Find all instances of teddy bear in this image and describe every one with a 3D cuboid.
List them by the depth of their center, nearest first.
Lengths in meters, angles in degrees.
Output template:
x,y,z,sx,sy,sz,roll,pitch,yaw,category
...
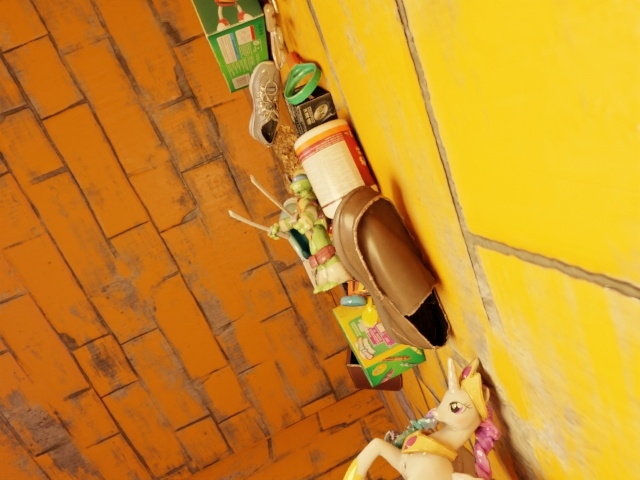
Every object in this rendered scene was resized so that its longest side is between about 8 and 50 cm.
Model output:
x,y,z,sx,sy,sz,roll,pitch,yaw,category
-0.077,-0.256,1.377,0.338,0.113,0.245,-125,22,-57,teddy bear

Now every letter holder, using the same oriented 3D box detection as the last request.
x,y,z,sx,sy,sz,roll,pitch,yaw,category
0.242,0.521,1.729,0.301,0.215,0.152,71,-156,-51,letter holder

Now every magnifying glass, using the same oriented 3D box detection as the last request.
x,y,z,sx,sy,sz,roll,pitch,yaw,category
-0.051,-0.371,0.897,0.026,0.092,0.231,36,-156,-34,magnifying glass

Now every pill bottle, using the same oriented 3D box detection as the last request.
x,y,z,sx,sy,sz,roll,pitch,yaw,category
0.044,-0.120,0.823,0.221,0.121,0.121,65,174,-2,pill bottle

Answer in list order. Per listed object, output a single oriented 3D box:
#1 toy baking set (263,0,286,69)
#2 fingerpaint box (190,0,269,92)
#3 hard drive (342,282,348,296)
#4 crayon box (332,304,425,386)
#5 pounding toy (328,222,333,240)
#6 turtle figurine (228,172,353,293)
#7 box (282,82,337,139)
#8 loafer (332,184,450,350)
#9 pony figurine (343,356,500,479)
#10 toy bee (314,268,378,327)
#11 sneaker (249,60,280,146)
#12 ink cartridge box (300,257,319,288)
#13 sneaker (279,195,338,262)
x,y,z,sx,sy,sz,roll,pitch,yaw,category
-0.115,-0.504,0.935,0.256,0.030,0.196,-112,11,-72,toy baking set
-0.288,-0.695,1.175,0.445,0.163,0.371,-157,45,-85,fingerpaint box
0.164,0.269,1.708,0.255,0.054,0.172,-139,25,-76,hard drive
0.160,0.269,1.180,0.278,0.165,0.081,-124,11,-59,crayon box
0.031,-0.075,1.080,0.100,0.130,0.141,-124,11,-57,pounding toy
-0.058,-0.005,0.898,0.275,0.198,0.266,-20,-96,-51,turtle figurine
-0.010,-0.258,0.948,0.147,0.078,0.180,-124,11,-56,box
0.150,0.058,0.724,0.130,0.134,0.366,15,144,53,loafer
0.225,0.423,0.666,0.351,0.363,0.303,50,167,-2,pony figurine
0.126,0.135,1.083,0.298,0.162,0.195,-9,-88,-66,toy bee
-0.164,-0.439,1.324,0.115,0.105,0.281,50,147,32,sneaker
0.006,0.061,1.683,0.100,0.172,0.237,-139,25,-80,ink cartridge box
0.001,0.039,1.229,0.366,0.135,0.150,43,-140,-20,sneaker
